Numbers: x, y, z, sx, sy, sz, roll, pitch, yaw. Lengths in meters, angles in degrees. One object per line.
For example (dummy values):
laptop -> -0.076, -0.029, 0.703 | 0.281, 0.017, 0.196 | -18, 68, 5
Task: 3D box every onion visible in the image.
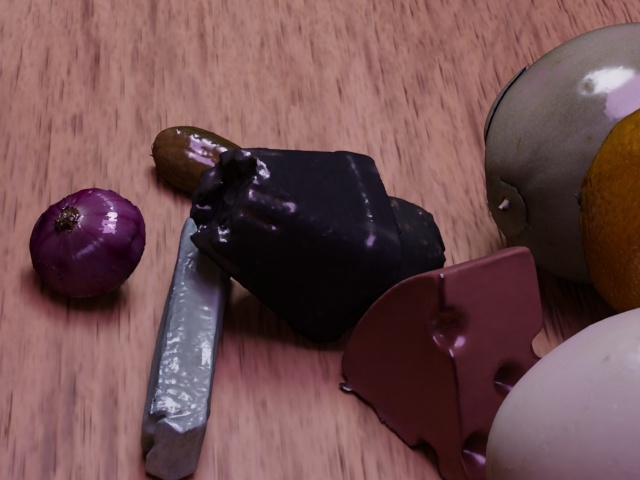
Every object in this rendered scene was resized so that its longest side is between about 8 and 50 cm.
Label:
onion -> -0.219, 0.005, 1.895 | 0.115, 0.115, 0.104 | 43, 1, 39

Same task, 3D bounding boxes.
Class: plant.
plant -> 0.000, 0.000, 1.890 | 0.256, 0.142, 0.164 | 20, 37, -30

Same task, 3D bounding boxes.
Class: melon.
melon -> 0.316, -0.083, 2.016 | 0.330, 0.268, 0.268 | -15, 40, -22

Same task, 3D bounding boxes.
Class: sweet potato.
sweet potato -> -0.070, -0.064, 2.068 | 0.233, 0.062, 0.081 | 18, 32, 6

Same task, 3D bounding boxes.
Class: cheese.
cheese -> 0.126, 0.091, 1.779 | 0.128, 0.177, 0.203 | -14, 41, -33

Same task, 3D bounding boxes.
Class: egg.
egg -> 0.306, 0.183, 1.603 | 0.345, 0.283, 0.283 | 8, 33, 5

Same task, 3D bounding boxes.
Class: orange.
orange -> 0.355, -0.018, 1.770 | 0.264, 0.264, 0.264 | 8, 33, -5

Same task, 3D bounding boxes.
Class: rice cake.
rice cake -> -0.119, 0.092, 1.810 | 0.063, 0.066, 0.336 | 11, 34, -2
